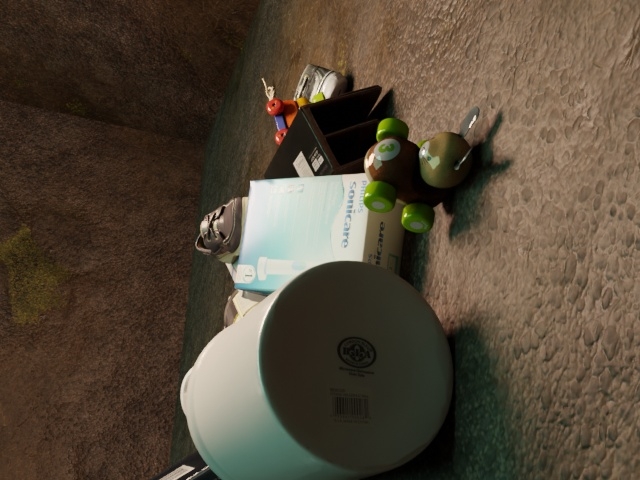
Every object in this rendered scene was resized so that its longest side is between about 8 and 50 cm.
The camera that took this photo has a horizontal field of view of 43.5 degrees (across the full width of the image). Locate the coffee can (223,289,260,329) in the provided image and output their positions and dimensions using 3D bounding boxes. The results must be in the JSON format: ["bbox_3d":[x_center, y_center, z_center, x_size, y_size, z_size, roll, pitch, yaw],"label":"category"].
[{"bbox_3d":[-0.098,0.213,1.783,0.275,0.201,0.202,-134,56,-70],"label":"coffee can"}]

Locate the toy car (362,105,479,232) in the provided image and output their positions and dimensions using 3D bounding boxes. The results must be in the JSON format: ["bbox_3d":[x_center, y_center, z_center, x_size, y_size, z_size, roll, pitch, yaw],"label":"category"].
[{"bbox_3d":[0.171,-0.127,1.229,0.188,0.148,0.155,-34,36,53],"label":"toy car"}]

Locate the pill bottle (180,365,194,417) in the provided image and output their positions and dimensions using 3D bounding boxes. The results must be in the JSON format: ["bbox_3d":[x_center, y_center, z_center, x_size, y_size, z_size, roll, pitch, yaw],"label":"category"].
[{"bbox_3d":[-0.197,0.354,1.905,0.283,0.161,0.161,12,-92,-70],"label":"pill bottle"}]

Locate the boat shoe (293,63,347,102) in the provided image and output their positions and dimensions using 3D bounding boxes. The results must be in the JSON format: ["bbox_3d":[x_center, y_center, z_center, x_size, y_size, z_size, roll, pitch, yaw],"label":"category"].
[{"bbox_3d":[-0.043,-0.278,2.006,0.121,0.119,0.335,-12,-50,-62],"label":"boat shoe"}]

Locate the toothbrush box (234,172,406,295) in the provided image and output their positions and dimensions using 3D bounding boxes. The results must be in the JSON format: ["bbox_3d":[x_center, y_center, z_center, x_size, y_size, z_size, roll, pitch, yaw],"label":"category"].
[{"bbox_3d":[0.000,0.000,1.482,0.295,0.126,0.217,-2,77,39],"label":"toothbrush box"}]

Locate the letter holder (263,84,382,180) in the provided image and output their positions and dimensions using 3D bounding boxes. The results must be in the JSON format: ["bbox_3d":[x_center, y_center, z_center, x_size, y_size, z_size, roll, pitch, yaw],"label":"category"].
[{"bbox_3d":[0.036,-0.177,1.726,0.152,0.214,0.302,62,154,12],"label":"letter holder"}]

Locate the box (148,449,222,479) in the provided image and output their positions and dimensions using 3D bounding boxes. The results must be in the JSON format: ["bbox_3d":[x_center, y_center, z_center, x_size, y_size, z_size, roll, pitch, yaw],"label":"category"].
[{"bbox_3d":[-0.184,0.609,1.477,0.396,0.211,0.293,62,158,2],"label":"box"}]

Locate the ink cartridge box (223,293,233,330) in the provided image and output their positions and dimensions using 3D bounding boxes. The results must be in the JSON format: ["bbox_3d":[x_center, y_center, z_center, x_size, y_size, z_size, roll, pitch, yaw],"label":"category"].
[{"bbox_3d":[-0.189,0.238,2.235,0.273,0.114,0.197,143,136,-68],"label":"ink cartridge box"}]

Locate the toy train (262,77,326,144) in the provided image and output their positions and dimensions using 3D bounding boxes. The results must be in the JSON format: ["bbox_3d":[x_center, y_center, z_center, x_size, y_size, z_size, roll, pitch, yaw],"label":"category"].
[{"bbox_3d":[-0.047,-0.315,1.895,0.105,0.143,0.248,55,-163,-63],"label":"toy train"}]

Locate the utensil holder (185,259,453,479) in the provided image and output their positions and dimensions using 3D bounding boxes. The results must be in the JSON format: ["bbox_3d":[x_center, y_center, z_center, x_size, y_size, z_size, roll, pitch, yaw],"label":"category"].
[{"bbox_3d":[-0.013,0.230,1.279,0.385,0.327,0.328,136,142,-60],"label":"utensil holder"}]

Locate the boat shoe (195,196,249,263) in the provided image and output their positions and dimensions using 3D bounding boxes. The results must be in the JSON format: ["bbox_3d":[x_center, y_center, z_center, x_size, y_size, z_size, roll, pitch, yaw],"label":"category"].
[{"bbox_3d":[-0.204,-0.018,1.672,0.285,0.092,0.103,138,137,-68],"label":"boat shoe"}]

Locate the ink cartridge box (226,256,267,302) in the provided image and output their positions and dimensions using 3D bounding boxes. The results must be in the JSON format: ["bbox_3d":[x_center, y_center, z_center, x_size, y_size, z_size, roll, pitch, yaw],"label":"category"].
[{"bbox_3d":[-0.078,0.045,1.785,0.306,0.226,0.131,-139,61,-71],"label":"ink cartridge box"}]
